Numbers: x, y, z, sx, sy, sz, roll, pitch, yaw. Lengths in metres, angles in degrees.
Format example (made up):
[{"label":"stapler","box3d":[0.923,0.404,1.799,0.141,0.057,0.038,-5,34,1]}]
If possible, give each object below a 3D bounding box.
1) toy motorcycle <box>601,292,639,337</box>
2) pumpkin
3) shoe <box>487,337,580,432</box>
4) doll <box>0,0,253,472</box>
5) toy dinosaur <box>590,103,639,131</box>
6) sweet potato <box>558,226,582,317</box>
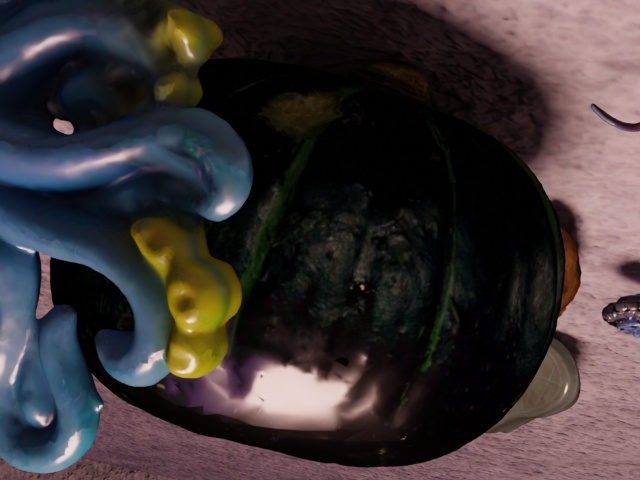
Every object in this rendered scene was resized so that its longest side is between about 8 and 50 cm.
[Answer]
[{"label":"toy motorcycle","box3d":[0.303,0.050,0.921,0.114,0.076,0.205,16,160,-28]},{"label":"pumpkin","box3d":[0.000,0.000,0.783,0.315,0.239,0.315,16,-176,-1]},{"label":"shoe","box3d":[0.208,0.136,1.244,0.078,0.079,0.195,-14,164,-26]},{"label":"doll","box3d":[-0.191,-0.047,0.652,0.341,0.346,0.099,5,-174,26]},{"label":"toy dinosaur","box3d":[0.218,-0.092,0.644,0.080,0.045,0.197,37,147,-18]},{"label":"sweet potato","box3d":[0.170,0.033,0.982,0.060,0.068,0.206,17,170,16]}]
